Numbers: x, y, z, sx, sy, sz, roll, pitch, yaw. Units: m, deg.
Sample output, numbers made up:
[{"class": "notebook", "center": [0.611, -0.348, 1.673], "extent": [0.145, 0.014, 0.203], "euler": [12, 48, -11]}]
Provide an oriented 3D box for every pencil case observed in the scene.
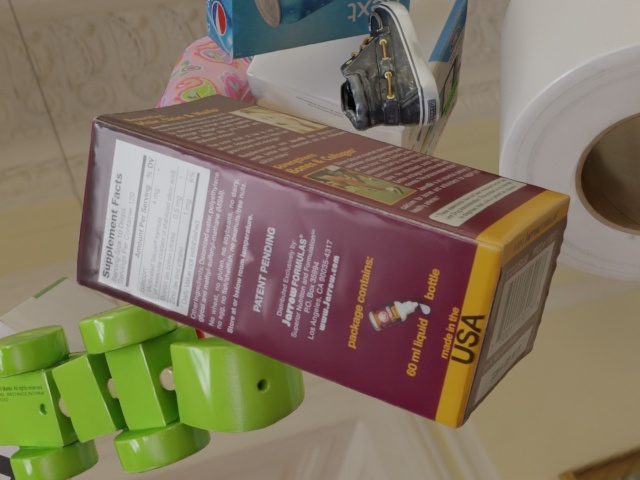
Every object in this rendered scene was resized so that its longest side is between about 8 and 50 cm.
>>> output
[{"class": "pencil case", "center": [-0.140, -0.150, 1.378], "extent": [0.124, 0.284, 0.124], "euler": [2, -63, 4]}]

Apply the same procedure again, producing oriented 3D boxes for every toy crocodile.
[{"class": "toy crocodile", "center": [-0.158, 0.110, 0.859], "extent": [0.341, 0.115, 0.105], "euler": [-15, 2, 41]}]

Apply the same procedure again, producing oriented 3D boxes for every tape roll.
[{"class": "tape roll", "center": [0.261, -0.107, 0.891], "extent": [0.246, 0.169, 0.246], "euler": [5, -44, 5]}]

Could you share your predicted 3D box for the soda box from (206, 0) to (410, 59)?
[{"class": "soda box", "center": [-0.011, -0.250, 1.198], "extent": [0.210, 0.067, 0.071], "euler": [-16, -52, -24]}]

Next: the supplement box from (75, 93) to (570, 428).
[{"class": "supplement box", "center": [0.000, 0.000, 0.507], "extent": [0.104, 0.188, 0.080], "euler": [-25, -50, -61]}]

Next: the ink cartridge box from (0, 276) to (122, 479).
[{"class": "ink cartridge box", "center": [-0.305, 0.199, 1.189], "extent": [0.278, 0.117, 0.201], "euler": [-62, 0, 12]}]

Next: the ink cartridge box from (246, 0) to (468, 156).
[{"class": "ink cartridge box", "center": [0.050, -0.187, 1.410], "extent": [0.270, 0.197, 0.198], "euler": [80, -146, -69]}]

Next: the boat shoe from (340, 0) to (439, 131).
[{"class": "boat shoe", "center": [0.054, -0.175, 1.123], "extent": [0.083, 0.183, 0.065], "euler": [-8, -48, -8]}]
